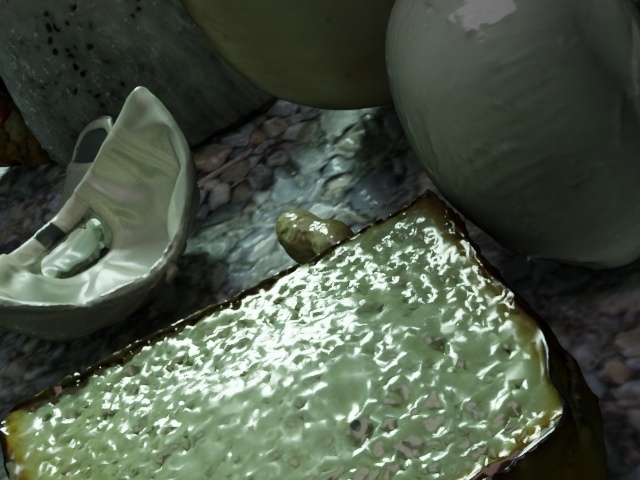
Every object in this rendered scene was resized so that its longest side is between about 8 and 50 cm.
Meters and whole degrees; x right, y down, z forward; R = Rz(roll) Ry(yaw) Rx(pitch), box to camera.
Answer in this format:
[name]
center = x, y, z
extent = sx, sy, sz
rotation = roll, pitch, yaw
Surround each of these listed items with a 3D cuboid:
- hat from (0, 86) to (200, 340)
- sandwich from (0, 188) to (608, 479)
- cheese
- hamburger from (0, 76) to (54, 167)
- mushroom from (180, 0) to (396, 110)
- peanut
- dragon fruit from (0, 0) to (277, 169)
[hat]
center = -0.182, 0.013, 1.182
extent = 0.219, 0.164, 0.226
rotation = -46, -7, -23
[sandwich]
center = -0.011, 0.119, 0.840
extent = 0.301, 0.099, 0.271
rotation = -28, 34, 0
[cheese]
center = 0.121, -0.091, 0.934
extent = 0.154, 0.189, 0.198
rotation = -22, 31, 15
[hamburger]
center = -0.284, -0.175, 1.410
extent = 0.107, 0.231, 0.231
rotation = 2, 44, 39
[mushroom]
center = -0.007, -0.272, 1.147
extent = 0.295, 0.362, 0.362
rotation = 0, 42, 31
[peanut]
center = 0.000, 0.000, 1.066
extent = 0.037, 0.037, 0.083
rotation = -44, 30, -20
[dragon fruit]
center = -0.139, -0.219, 1.343
extent = 0.204, 0.221, 0.283
rotation = -12, 34, 37
